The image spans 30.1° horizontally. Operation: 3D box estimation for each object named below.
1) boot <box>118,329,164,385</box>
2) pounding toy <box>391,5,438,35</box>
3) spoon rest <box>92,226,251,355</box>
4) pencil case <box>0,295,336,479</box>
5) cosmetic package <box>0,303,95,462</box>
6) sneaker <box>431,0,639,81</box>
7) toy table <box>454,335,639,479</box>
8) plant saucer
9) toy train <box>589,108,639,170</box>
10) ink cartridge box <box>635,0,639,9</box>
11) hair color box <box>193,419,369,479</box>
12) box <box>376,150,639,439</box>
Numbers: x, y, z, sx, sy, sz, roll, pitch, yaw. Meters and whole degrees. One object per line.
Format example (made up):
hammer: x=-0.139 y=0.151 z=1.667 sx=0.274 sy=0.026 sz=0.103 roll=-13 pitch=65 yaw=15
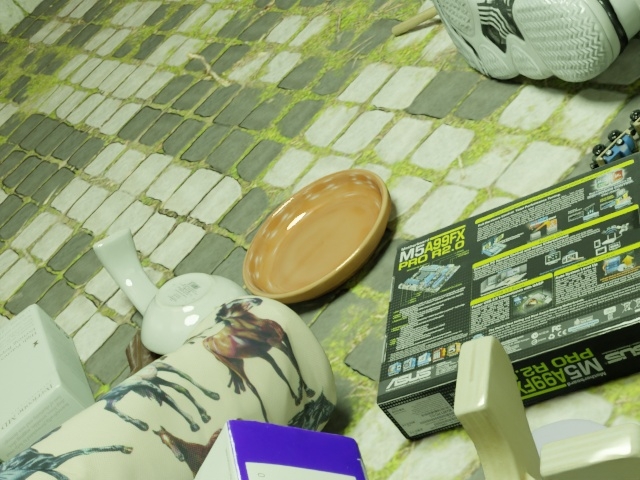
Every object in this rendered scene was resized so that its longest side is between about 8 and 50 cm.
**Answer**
boot: x=-0.228 y=0.156 z=1.416 sx=0.106 sy=0.037 sz=0.114 roll=-24 pitch=35 yaw=0
pounding toy: x=0.118 y=-0.392 z=1.648 sx=0.155 sy=0.154 sz=0.269 roll=-39 pitch=30 yaw=0
spoon rest: x=-0.184 y=0.069 z=1.448 sx=0.137 sy=0.084 sz=0.276 roll=-30 pitch=35 yaw=-23
pencil case: x=-0.153 y=0.190 z=1.037 sx=0.410 sy=0.183 sz=0.160 roll=-34 pitch=-23 yaw=-49
cosmetic package: x=-0.357 y=0.184 z=1.476 sx=0.117 sy=0.085 sz=0.231 roll=-41 pitch=29 yaw=-2
sneaker: x=0.281 y=-0.289 z=1.367 sx=0.210 sy=0.137 sz=0.366 roll=-34 pitch=23 yaw=-11
toy table: x=0.137 y=0.207 z=0.836 sx=0.252 sy=0.161 sz=0.274 roll=-27 pitch=33 yaw=20
plant saucer: x=0.000 y=0.000 z=1.376 sx=0.200 sy=0.037 sz=0.200 roll=-28 pitch=33 yaw=20
toy train: x=0.331 y=-0.121 z=1.188 sx=0.158 sy=0.027 sz=0.036 roll=-42 pitch=41 yaw=-6
ink cartridge box: x=0.410 y=-0.198 z=0.961 sx=0.198 sy=0.270 sz=0.197 roll=-51 pitch=32 yaw=-18
hair color box: x=-0.068 y=0.305 z=0.803 sx=0.339 sy=0.110 sz=0.185 roll=-59 pitch=31 yaw=31
box: x=0.187 y=0.050 z=1.085 sx=0.270 sy=0.060 sz=0.216 roll=-22 pitch=34 yaw=26
